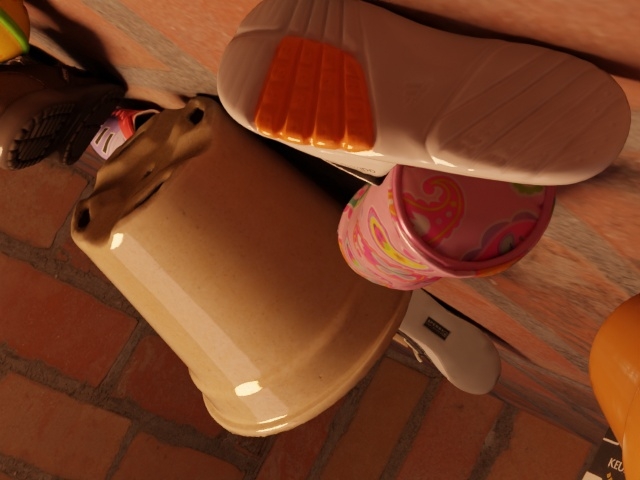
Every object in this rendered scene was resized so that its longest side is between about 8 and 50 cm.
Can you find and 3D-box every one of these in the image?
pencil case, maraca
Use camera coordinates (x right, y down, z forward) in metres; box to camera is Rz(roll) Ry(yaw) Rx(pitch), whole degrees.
[{"bbox_3d":[0.086,-0.022,0.707,0.124,0.124,0.284,29,174,-2],"label":"pencil case"},{"bbox_3d":[-0.377,-0.253,0.919,0.127,0.099,0.185,22,165,20],"label":"maraca"}]

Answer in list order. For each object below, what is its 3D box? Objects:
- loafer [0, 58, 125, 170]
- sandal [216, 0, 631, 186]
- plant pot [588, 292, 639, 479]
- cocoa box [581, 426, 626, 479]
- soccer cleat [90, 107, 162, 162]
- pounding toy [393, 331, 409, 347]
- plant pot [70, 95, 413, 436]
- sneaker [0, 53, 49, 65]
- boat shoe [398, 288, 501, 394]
[{"bbox_3d":[-0.352,-0.180,1.102,0.130,0.133,0.366,37,-174,-4],"label":"loafer"},{"bbox_3d":[0.051,-0.074,0.522,0.265,0.102,0.076,22,168,31],"label":"sandal"},{"bbox_3d":[0.301,0.121,0.652,0.205,0.205,0.188,31,-171,-15],"label":"plant pot"},{"bbox_3d":[0.441,0.249,0.772,0.231,0.228,0.347,31,173,-19],"label":"cocoa box"},{"bbox_3d":[-0.252,-0.150,1.247,0.318,0.109,0.116,36,147,46],"label":"soccer cleat"},{"bbox_3d":[0.109,0.173,1.799,0.154,0.154,0.269,29,174,33],"label":"pounding toy"},{"bbox_3d":[-0.110,0.008,1.042,0.305,0.334,0.334,47,165,-30],"label":"plant pot"},{"bbox_3d":[-0.482,-0.218,1.374,0.130,0.147,0.330,33,171,-31],"label":"sneaker"},{"bbox_3d":[0.208,0.173,1.616,0.306,0.113,0.105,35,178,-22],"label":"boat shoe"}]
